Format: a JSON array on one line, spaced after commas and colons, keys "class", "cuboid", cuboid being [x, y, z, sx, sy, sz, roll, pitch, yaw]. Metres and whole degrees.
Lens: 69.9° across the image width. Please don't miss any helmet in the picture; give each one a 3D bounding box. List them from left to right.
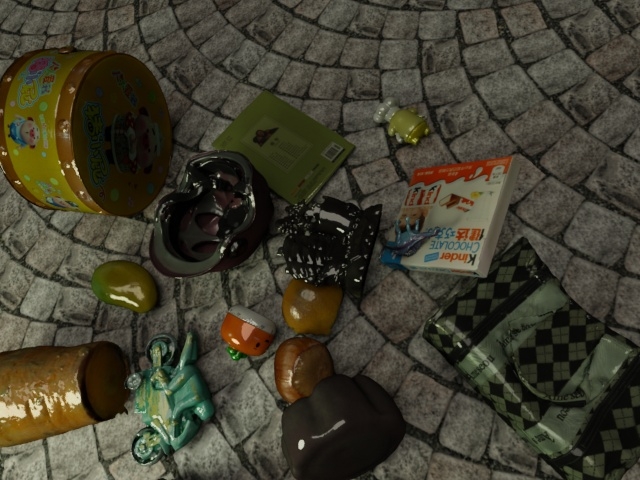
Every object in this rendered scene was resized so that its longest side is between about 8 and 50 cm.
[{"class": "helmet", "cuboid": [-0.251, -0.047, 1.142, 0.271, 0.197, 0.337, 21, 83, 27]}]

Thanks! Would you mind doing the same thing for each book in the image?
[{"class": "book", "cuboid": [-0.105, -0.260, 1.275, 0.352, 0.035, 0.239, 37, 80, 22]}]

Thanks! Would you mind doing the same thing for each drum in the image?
[{"class": "drum", "cuboid": [-0.580, -0.272, 1.173, 0.215, 0.431, 0.430, 8, 72, 11]}]

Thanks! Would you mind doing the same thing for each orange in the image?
[{"class": "orange", "cuboid": [-0.023, 0.139, 1.079, 0.160, 0.112, 0.169, -27, 56, 2]}]

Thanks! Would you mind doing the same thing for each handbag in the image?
[{"class": "handbag", "cuboid": [0.460, 0.229, 0.914, 0.317, 0.180, 0.416, -37, 66, -16]}]

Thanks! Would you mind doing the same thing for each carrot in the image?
[{"class": "carrot", "cuboid": [-0.652, 0.354, 1.069, 0.341, 0.224, 0.223, -10, 69, 5]}]

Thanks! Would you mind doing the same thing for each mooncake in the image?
[{"class": "mooncake", "cuboid": [0.041, 0.377, 0.911, 0.245, 0.244, 0.133, -35, 46, -2]}]

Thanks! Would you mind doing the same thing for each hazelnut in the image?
[{"class": "hazelnut", "cuboid": [-0.046, 0.288, 1.013, 0.151, 0.150, 0.150, -4, 70, 11]}]

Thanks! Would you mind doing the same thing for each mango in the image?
[{"class": "mango", "cuboid": [-0.508, 0.117, 1.203, 0.191, 0.085, 0.122, 15, 64, 7]}]

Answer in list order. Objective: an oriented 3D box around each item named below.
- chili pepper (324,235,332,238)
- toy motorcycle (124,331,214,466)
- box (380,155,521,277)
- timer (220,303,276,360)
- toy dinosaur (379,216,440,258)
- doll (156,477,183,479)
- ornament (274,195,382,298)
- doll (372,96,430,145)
[{"class": "chili pepper", "cuboid": [0.036, 0.006, 1.139, 0.182, 0.050, 0.073, -18, 47, -4]}, {"class": "toy motorcycle", "cuboid": [-0.344, 0.360, 1.064, 0.199, 0.109, 0.296, -6, 71, 7]}, {"class": "box", "cuboid": [0.283, -0.053, 1.029, 0.274, 0.048, 0.264, 2, 65, 53]}, {"class": "timer", "cuboid": [-0.178, 0.223, 1.080, 0.136, 0.099, 0.136, -10, 59, 17]}, {"class": "toy dinosaur", "cuboid": [0.192, -0.005, 1.023, 0.045, 0.197, 0.080, 11, 66, -30]}, {"class": "doll", "cuboid": [-0.295, 0.662, 0.944, 0.246, 0.158, 0.339, -11, 82, 41]}, {"class": "ornament", "cuboid": [0.000, 0.000, 1.067, 0.261, 0.106, 0.251, 9, 58, 13]}, {"class": "doll", "cuboid": [0.213, -0.318, 1.213, 0.106, 0.062, 0.162, -42, 68, -9]}]
